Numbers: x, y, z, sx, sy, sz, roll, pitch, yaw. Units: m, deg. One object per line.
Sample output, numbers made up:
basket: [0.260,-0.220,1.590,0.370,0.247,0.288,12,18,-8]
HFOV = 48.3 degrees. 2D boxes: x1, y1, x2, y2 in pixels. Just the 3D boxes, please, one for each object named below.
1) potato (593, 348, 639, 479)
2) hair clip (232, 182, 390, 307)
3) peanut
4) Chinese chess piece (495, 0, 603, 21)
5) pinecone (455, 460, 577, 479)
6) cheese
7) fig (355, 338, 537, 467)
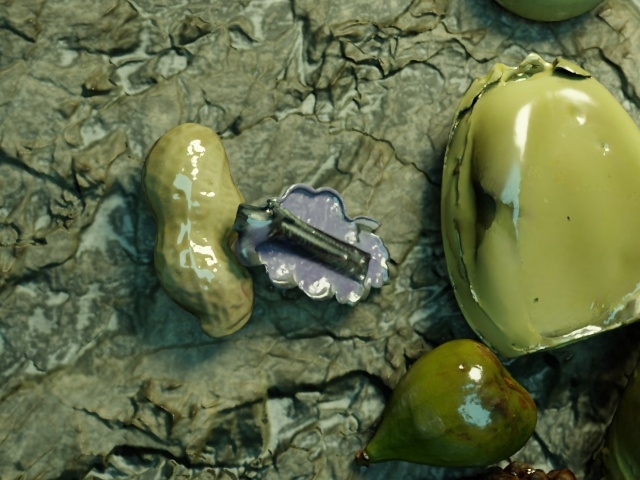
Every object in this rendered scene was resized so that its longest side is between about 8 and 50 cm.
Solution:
potato: [0.408,0.191,0.688,0.270,0.219,0.359,28,105,-18]
hair clip: [0.001,0.000,0.746,0.195,0.052,0.124,22,75,-29]
peanut: [-0.126,-0.011,0.743,0.104,0.086,0.227,-7,86,-19]
Chinese chess piece: [0.268,-0.349,0.826,0.189,0.083,0.188,0,84,-3]
pinecone: [0.191,0.336,0.687,0.222,0.221,0.221,1,84,-6]
cheese: [0.247,-0.043,0.772,0.260,0.128,0.315,-18,94,-12]
fig: [0.127,0.192,0.732,0.185,0.126,0.133,-43,109,-8]
